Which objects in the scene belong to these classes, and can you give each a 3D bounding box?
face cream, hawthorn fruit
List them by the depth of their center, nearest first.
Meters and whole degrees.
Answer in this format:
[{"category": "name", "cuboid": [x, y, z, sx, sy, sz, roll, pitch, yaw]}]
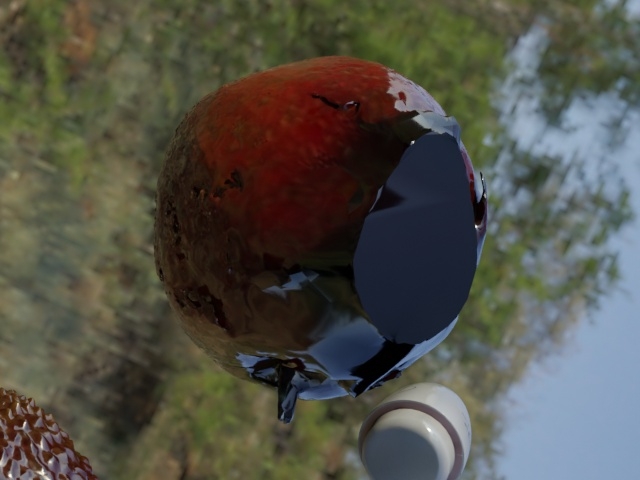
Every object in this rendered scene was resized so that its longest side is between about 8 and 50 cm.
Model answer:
[{"category": "face cream", "cuboid": [0.082, 0.165, 1.431, 0.091, 0.091, 0.095, -65, 171, 25]}, {"category": "hawthorn fruit", "cuboid": [0.005, -0.016, 1.440, 0.316, 0.316, 0.316, -155, -90, -88]}]

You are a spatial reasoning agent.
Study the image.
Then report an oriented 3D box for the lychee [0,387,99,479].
[{"category": "lychee", "cuboid": [-0.212, 0.183, 1.036, 0.194, 0.194, 0.194, -155, -90, -88]}]
